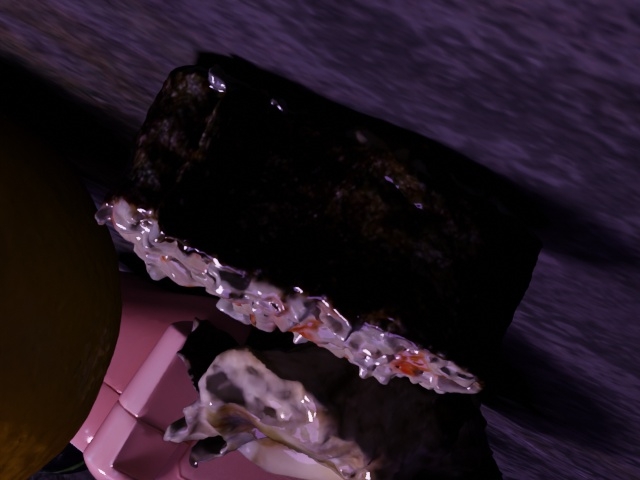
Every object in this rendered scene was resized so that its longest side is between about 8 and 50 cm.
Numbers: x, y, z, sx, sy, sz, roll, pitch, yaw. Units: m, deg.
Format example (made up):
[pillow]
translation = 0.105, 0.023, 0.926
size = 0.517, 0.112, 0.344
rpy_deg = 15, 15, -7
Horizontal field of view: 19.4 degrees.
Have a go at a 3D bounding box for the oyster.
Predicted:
[oyster]
translation = 0.019, 0.086, 1.003
size = 0.275, 0.100, 0.271
rpy_deg = 17, 177, -27

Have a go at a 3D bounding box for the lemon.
[lemon]
translation = -0.215, 0.027, 0.918
size = 0.236, 0.236, 0.263
rpy_deg = 26, -163, 1

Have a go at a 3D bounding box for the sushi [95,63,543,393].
[sushi]
translation = 0.000, 0.000, 0.668
size = 0.150, 0.078, 0.090
rpy_deg = 24, 170, 6

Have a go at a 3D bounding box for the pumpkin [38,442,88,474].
[pumpkin]
translation = -0.263, 0.114, 1.650
size = 0.220, 0.162, 0.220
rpy_deg = 31, 170, 6

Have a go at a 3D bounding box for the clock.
[clock]
translation = -0.087, 0.097, 1.249
size = 0.227, 0.142, 0.241
rpy_deg = 34, 177, -36
